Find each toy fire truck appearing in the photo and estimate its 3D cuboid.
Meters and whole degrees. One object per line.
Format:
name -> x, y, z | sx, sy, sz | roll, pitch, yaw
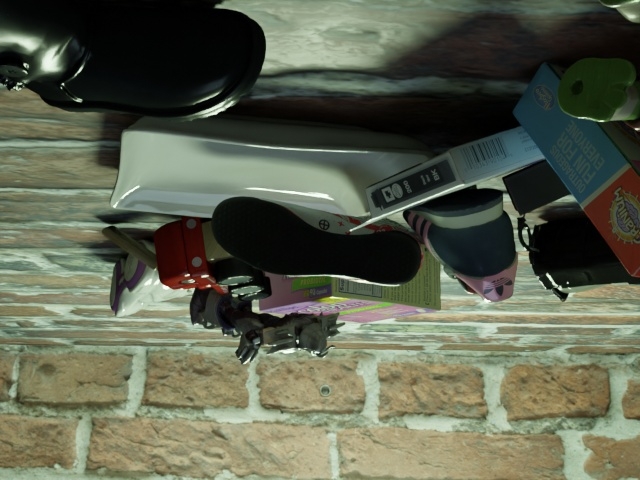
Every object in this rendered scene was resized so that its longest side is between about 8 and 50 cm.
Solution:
toy fire truck -> -0.218, 0.018, 1.570 | 0.246, 0.158, 0.217 | -11, 166, 6

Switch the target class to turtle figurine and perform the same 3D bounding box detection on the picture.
turtle figurine -> 0.337, -0.116, 0.792 | 0.266, 0.274, 0.198 | 14, 128, -33

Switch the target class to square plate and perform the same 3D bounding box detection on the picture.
square plate -> -0.077, -0.086, 1.257 | 0.347, 0.049, 0.344 | 4, 167, -13

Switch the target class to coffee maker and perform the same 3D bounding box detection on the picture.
coffee maker -> 0.416, 0.018, 1.535 | 0.178, 0.120, 0.171 | -11, 162, 40

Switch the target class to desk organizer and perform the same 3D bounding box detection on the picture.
desk organizer -> 0.276, -0.077, 1.163 | 0.130, 0.047, 0.050 | -24, -176, 6

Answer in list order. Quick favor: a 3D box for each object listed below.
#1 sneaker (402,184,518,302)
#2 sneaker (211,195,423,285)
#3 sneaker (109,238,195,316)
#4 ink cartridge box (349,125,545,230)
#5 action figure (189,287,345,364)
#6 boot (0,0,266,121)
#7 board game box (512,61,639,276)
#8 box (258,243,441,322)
sneaker -> 0.175, 0.003, 1.297 | 0.112, 0.131, 0.319 | -17, -174, 2
sneaker -> 0.000, 0.001, 1.326 | 0.270, 0.090, 0.145 | 11, -175, 7
sneaker -> -0.295, 0.080, 1.851 | 0.152, 0.114, 0.305 | 7, 166, -22
ink cartridge box -> 0.157, -0.078, 1.123 | 0.206, 0.045, 0.208 | -20, 178, -35
action figure -> -0.084, 0.143, 1.654 | 0.285, 0.099, 0.185 | 15, -172, 44
boot -> -0.196, -0.163, 0.815 | 0.246, 0.094, 0.207 | 1, 173, 28
board game box -> 0.370, -0.052, 0.986 | 0.316, 0.242, 0.064 | 9, 128, -29
box -> 0.051, 0.068, 1.778 | 0.243, 0.117, 0.213 | 11, 164, -36
